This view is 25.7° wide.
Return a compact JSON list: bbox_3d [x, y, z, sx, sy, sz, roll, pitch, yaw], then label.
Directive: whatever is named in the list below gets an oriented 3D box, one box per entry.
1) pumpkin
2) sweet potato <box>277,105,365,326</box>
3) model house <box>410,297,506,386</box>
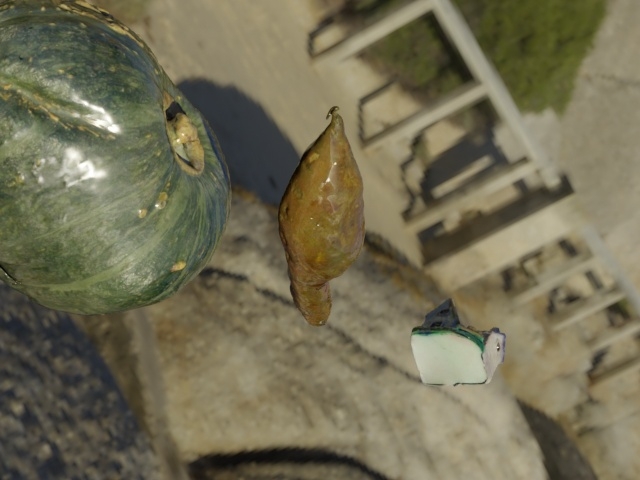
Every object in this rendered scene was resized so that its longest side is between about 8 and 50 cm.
[{"bbox_3d":[-0.243,-0.088,1.363,0.291,0.257,0.328,-88,153,-62],"label":"pumpkin"},{"bbox_3d":[-0.001,0.003,1.191,0.269,0.074,0.075,96,-19,-50],"label":"sweet potato"},{"bbox_3d":[0.186,0.130,1.836,0.100,0.100,0.088,-47,128,-50],"label":"model house"}]
